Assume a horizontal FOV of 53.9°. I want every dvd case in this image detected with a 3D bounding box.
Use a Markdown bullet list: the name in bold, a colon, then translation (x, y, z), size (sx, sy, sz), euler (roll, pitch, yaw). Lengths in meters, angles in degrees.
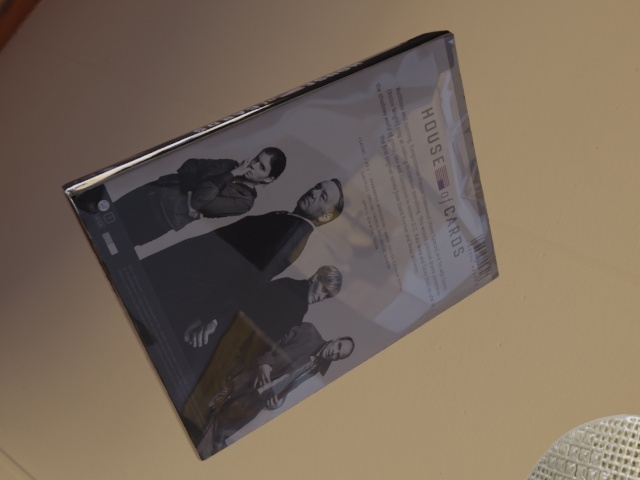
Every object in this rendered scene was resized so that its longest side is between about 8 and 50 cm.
- **dvd case**: translation (0.000, 0.000, 0.379), size (0.239, 0.179, 0.029), euler (-28, -153, -21)

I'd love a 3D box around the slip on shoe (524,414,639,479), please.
- **slip on shoe**: translation (0.286, 0.301, 0.682), size (0.101, 0.331, 0.123), euler (14, -142, -7)
